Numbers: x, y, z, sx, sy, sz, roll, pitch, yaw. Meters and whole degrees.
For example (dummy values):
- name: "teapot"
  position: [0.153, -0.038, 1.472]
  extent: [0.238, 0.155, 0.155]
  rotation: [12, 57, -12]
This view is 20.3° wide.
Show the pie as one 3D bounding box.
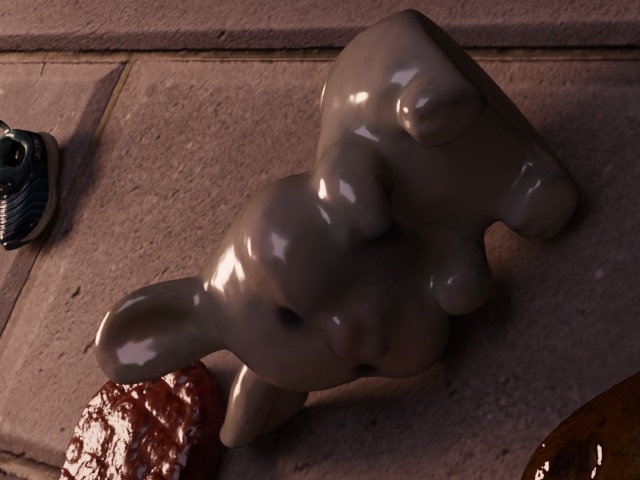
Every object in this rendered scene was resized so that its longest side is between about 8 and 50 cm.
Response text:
- name: "pie"
  position: [-0.153, 0.177, 1.523]
  extent: [0.182, 0.049, 0.182]
  rotation: [-26, 46, 30]

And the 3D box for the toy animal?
- name: "toy animal"
  position: [0.006, 0.001, 1.370]
  extent: [0.367, 0.196, 0.241]
  rotation: [-52, 31, 3]

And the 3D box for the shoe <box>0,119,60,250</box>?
- name: "shoe"
  position: [-0.312, -0.057, 1.844]
  extent: [0.064, 0.071, 0.143]
  rotation: [-22, 54, 37]

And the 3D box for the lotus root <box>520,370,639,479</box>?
- name: "lotus root"
  position: [0.218, 0.148, 1.049]
  extent: [0.314, 0.169, 0.141]
  rotation: [-28, 46, 35]
